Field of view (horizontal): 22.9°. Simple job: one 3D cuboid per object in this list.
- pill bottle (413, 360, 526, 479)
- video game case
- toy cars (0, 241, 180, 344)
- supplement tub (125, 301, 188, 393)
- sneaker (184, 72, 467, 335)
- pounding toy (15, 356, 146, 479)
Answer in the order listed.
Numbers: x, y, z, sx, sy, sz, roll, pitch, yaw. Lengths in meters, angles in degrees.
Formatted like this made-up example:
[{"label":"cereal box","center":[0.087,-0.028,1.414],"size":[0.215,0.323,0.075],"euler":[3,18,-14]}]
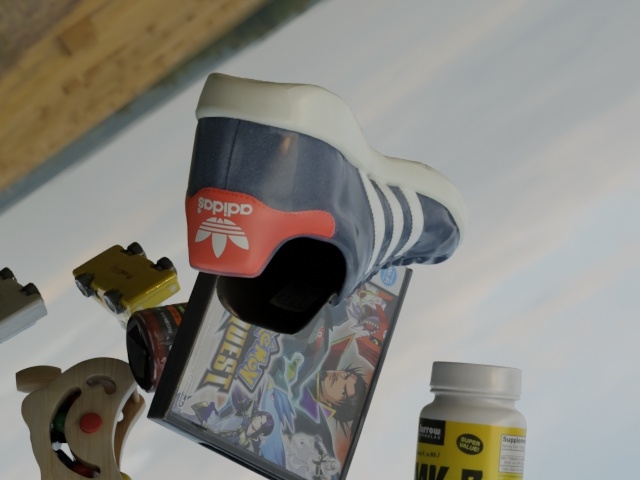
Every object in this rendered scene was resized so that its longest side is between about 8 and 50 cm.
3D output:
[{"label":"pill bottle","center":[0.162,0.239,1.719],"size":[0.119,0.209,0.119],"euler":[5,174,1]},{"label":"video game case","center":[-0.032,0.100,1.614],"size":[0.035,0.248,0.275],"euler":[-2,-118,48]},{"label":"toy cars","center":[-0.352,0.090,2.189],"size":[0.393,0.087,0.176],"euler":[-10,-153,22]},{"label":"supplement tub","center":[-0.133,0.122,1.950],"size":[0.198,0.106,0.106],"euler":[-9,176,-26]},{"label":"sneaker","center":[0.000,0.000,1.118],"size":[0.131,0.148,0.350],"euler":[8,171,28]},{"label":"pounding toy","center":[-0.288,0.257,2.012],"size":[0.154,0.269,0.155],"euler":[-16,142,-10]}]
